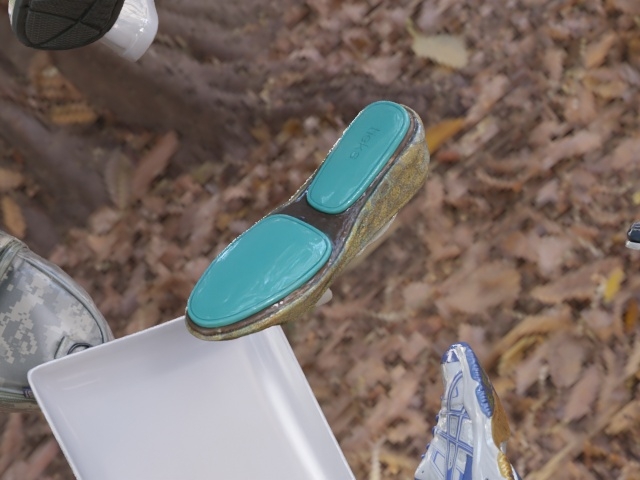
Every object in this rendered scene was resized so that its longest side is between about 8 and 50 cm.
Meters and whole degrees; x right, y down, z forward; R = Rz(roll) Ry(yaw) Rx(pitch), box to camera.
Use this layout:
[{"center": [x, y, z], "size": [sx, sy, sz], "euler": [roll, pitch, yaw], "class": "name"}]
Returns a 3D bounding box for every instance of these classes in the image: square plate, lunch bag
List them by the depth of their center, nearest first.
[{"center": [-0.134, 0.260, 1.613], "size": [0.344, 0.347, 0.049], "euler": [-19, -13, -38], "class": "square plate"}, {"center": [-0.385, 0.117, 1.758], "size": [0.305, 0.256, 0.212], "euler": [120, 174, -81], "class": "lunch bag"}]

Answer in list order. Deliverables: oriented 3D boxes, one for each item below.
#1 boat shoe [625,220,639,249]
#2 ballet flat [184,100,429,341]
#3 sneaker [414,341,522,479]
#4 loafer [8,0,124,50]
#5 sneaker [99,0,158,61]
[{"center": [0.499, -0.039, 1.730], "size": [0.254, 0.079, 0.095], "euler": [-10, 17, -11], "class": "boat shoe"}, {"center": [0.000, 0.000, 1.482], "size": [0.348, 0.123, 0.123], "euler": [-49, 28, -18], "class": "ballet flat"}, {"center": [0.164, 0.252, 1.676], "size": [0.131, 0.112, 0.296], "euler": [-23, 43, 15], "class": "sneaker"}, {"center": [-0.141, -0.215, 0.833], "size": [0.267, 0.096, 0.084], "euler": [-44, 55, 54], "class": "loafer"}, {"center": [-0.308, -0.368, 1.958], "size": [0.106, 0.123, 0.290], "euler": [-52, 32, 19], "class": "sneaker"}]
